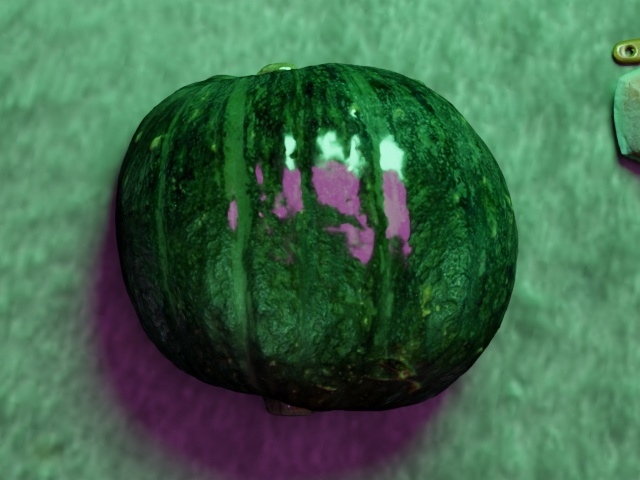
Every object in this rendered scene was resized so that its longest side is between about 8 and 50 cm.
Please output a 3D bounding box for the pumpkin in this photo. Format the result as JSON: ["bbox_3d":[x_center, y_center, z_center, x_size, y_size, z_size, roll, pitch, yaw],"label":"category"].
[{"bbox_3d":[0.000,0.000,1.181,0.293,0.197,0.263,3,88,-7],"label":"pumpkin"}]

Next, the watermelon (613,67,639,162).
[{"bbox_3d":[0.275,-0.104,1.296,0.092,0.072,0.084,38,64,0],"label":"watermelon"}]

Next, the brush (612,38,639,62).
[{"bbox_3d":[0.316,-0.159,1.334,0.170,0.014,0.043,-7,85,-9],"label":"brush"}]
